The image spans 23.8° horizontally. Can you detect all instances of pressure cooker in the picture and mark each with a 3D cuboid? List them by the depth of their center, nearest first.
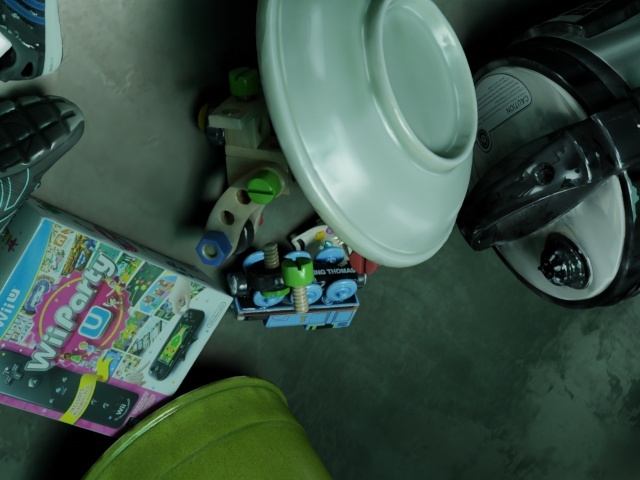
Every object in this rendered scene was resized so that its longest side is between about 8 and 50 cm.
[{"bbox_3d":[0.380,-0.112,1.963,0.420,0.375,0.370,-23,131,-26],"label":"pressure cooker"}]

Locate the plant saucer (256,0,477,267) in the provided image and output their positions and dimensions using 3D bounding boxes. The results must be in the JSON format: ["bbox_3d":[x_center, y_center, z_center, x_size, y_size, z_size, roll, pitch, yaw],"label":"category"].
[{"bbox_3d":[0.084,-0.173,1.721,0.400,0.100,0.400,31,51,-48],"label":"plant saucer"}]

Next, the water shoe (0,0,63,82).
[{"bbox_3d":[-0.315,-0.251,1.554,0.080,0.073,0.203,-21,127,-23],"label":"water shoe"}]

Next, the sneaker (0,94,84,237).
[{"bbox_3d":[-0.364,-0.057,1.636,0.267,0.101,0.106,-35,145,-6],"label":"sneaker"}]

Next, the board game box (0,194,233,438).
[{"bbox_3d":[-0.283,0.096,1.778,0.303,0.097,0.224,26,98,-43],"label":"board game box"}]

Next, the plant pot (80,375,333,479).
[{"bbox_3d":[-0.085,0.423,1.888,0.366,0.353,0.366,-31,149,-22],"label":"plant pot"}]

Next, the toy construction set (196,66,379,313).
[{"bbox_3d":[-0.003,-0.099,1.794,0.309,0.257,0.237,-23,117,-35],"label":"toy construction set"}]

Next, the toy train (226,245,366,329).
[{"bbox_3d":[-0.033,0.066,1.949,0.184,0.080,0.105,-4,142,-22],"label":"toy train"}]

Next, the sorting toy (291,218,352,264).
[{"bbox_3d":[0.000,0.000,1.975,0.075,0.045,0.083,-24,139,-9],"label":"sorting toy"}]

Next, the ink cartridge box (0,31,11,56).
[{"bbox_3d":[-0.481,-0.127,1.408,0.353,0.207,0.119,-45,133,-5],"label":"ink cartridge box"}]
